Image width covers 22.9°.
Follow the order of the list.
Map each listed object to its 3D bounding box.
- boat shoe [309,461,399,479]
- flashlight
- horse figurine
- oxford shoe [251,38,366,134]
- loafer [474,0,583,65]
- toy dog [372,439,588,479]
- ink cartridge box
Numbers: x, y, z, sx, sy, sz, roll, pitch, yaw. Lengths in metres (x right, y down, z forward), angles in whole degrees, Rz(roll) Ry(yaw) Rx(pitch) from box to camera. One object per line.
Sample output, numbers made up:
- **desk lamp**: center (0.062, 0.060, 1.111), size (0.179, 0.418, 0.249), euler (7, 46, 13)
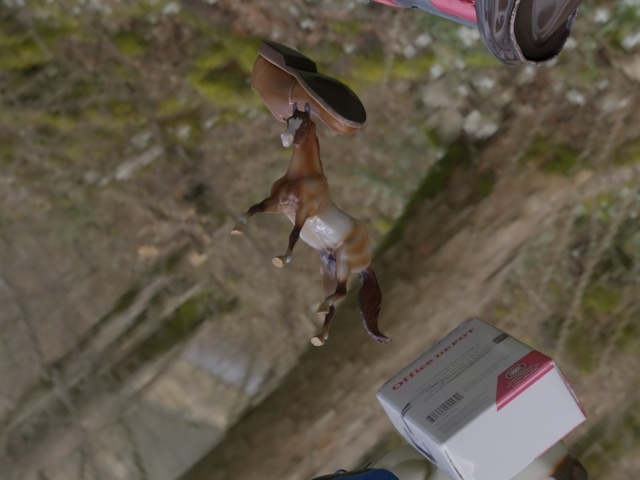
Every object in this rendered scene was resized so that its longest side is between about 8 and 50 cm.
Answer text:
- **boat shoe**: center (0.034, 0.357, 2.207), size (0.089, 0.109, 0.258), euler (-10, 159, 29)
- **flashlight**: center (0.179, -0.334, 2.106), size (0.304, 0.103, 0.103), euler (19, 117, 11)
- **horse figurine**: center (0.000, 0.000, 1.771), size (0.066, 0.174, 0.263), euler (-15, 124, 38)
- **oxford shoe**: center (-0.016, -0.161, 1.838), size (0.076, 0.076, 0.212), euler (13, -162, -36)
- **loafer**: center (0.268, -0.326, 1.631), size (0.130, 0.133, 0.366), euler (41, 132, 32)
- **toy dog**: center (0.225, 0.412, 2.433), size (0.284, 0.395, 0.408), euler (48, 137, -2)
- **ink cartridge box**: center (0.176, 0.185, 1.784), size (0.092, 0.158, 0.218), euler (57, 172, -20)
